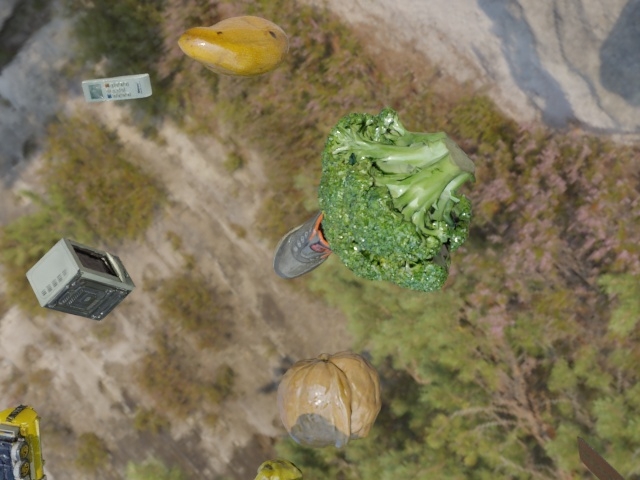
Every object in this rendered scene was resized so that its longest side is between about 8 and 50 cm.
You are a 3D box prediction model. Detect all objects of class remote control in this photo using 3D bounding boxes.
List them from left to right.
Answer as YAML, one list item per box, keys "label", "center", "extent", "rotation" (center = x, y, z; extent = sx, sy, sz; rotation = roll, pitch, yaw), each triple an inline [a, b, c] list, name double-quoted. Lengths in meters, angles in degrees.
- label: "remote control"
  center: [-0.501, -0.378, 2.007]
  extent: [0.029, 0.162, 0.061]
  rotation: [-103, 9, -46]

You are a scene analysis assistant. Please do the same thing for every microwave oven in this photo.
- label: "microwave oven"
  center: [-0.592, 0.104, 2.021]
  extent: [0.122, 0.162, 0.208]
  rotation: [53, -168, 29]

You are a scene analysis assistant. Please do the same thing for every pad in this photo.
- label: "pad"
  center: [0.546, 0.449, 1.505]
  extent: [0.181, 0.004, 0.267]
  rotation: [44, 175, 31]

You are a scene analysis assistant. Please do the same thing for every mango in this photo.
- label: "mango"
  center: [-0.159, -0.363, 1.547]
  extent: [0.157, 0.262, 0.108]
  rotation: [24, 120, 26]

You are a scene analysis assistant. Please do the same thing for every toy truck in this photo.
- label: "toy truck"
  center: [-0.610, 0.454, 1.643]
  extent: [0.098, 0.114, 0.226]
  rotation: [6, 109, 14]

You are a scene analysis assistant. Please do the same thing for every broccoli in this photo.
- label: "broccoli"
  center: [0.142, -0.080, 1.548]
  extent: [0.321, 0.309, 0.413]
  rotation: [29, -166, 32]

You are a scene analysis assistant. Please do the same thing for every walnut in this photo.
- label: "walnut"
  center: [0.025, 0.453, 2.304]
  extent: [0.285, 0.297, 0.285]
  rotation: [171, 90, -80]

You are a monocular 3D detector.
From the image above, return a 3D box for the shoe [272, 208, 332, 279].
- label: "shoe"
  center: [0.000, 0.000, 2.137]
  extent: [0.132, 0.336, 0.171]
  rotation: [38, -162, -14]

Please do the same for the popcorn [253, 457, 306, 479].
- label: "popcorn"
  center: [-0.095, 0.602, 1.673]
  extent: [0.286, 0.225, 0.173]
  rotation: [46, 167, 52]
